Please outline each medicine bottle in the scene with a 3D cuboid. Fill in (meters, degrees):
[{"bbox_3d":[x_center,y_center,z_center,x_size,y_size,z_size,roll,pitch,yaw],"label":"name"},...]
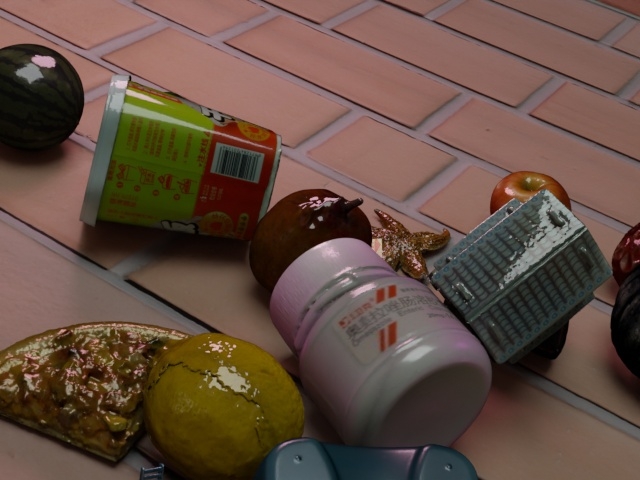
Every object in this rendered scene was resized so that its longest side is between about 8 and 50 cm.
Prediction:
[{"bbox_3d":[0.079,0.160,1.598,0.241,0.241,0.302,-12,41,-30],"label":"medicine bottle"}]

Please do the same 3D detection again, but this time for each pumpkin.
[{"bbox_3d":[0.631,0.121,1.783,0.295,0.296,0.296,8,35,-5],"label":"pumpkin"}]

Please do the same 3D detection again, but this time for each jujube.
[{"bbox_3d":[0.639,0.029,2.030,0.155,0.155,0.230,26,29,20],"label":"jujube"}]

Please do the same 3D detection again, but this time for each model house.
[{"bbox_3d":[0.291,0.062,1.640,0.224,0.215,0.198,-37,82,-6],"label":"model house"}]

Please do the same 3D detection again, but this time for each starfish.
[{"bbox_3d":[0.150,0.006,2.013,0.240,0.043,0.227,-14,43,-35],"label":"starfish"}]

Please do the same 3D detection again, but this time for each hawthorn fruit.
[{"bbox_3d":[0.000,0.000,1.792,0.208,0.248,0.208,16,45,-17],"label":"hawthorn fruit"}]

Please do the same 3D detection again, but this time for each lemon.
[{"bbox_3d":[-0.133,0.231,1.480,0.260,0.204,0.204,38,42,18],"label":"lemon"}]

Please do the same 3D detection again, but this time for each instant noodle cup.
[{"bbox_3d":[-0.241,-0.129,1.902,0.307,0.294,0.294,14,34,-10],"label":"instant noodle cup"}]

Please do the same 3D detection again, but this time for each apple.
[{"bbox_3d":[0.407,-0.053,2.090,0.163,0.139,0.163,-3,37,2],"label":"apple"}]

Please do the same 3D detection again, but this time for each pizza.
[{"bbox_3d":[-0.346,0.183,1.591,0.268,0.087,0.258,17,32,12],"label":"pizza"}]

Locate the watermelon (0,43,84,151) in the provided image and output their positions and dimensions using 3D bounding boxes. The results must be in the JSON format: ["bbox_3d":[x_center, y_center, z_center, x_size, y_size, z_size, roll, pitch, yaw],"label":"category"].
[{"bbox_3d":[-0.554,-0.273,2.060,0.212,0.212,0.212,8,35,-5],"label":"watermelon"}]

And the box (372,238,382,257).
[{"bbox_3d":[0.082,0.041,1.919,0.058,0.015,0.093,-2,64,4],"label":"box"}]

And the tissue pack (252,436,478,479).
[{"bbox_3d":[0.051,0.368,1.344,0.287,0.206,0.198,3,45,-9],"label":"tissue pack"}]

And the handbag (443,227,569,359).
[{"bbox_3d":[0.328,0.085,1.823,0.215,0.169,0.155,21,-7,8],"label":"handbag"}]

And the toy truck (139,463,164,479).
[{"bbox_3d":[-0.206,0.348,1.345,0.063,0.136,0.074,-6,39,-26],"label":"toy truck"}]

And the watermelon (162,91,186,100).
[{"bbox_3d":[-0.318,-0.279,2.260,0.105,0.062,0.105,6,26,-3],"label":"watermelon"}]
